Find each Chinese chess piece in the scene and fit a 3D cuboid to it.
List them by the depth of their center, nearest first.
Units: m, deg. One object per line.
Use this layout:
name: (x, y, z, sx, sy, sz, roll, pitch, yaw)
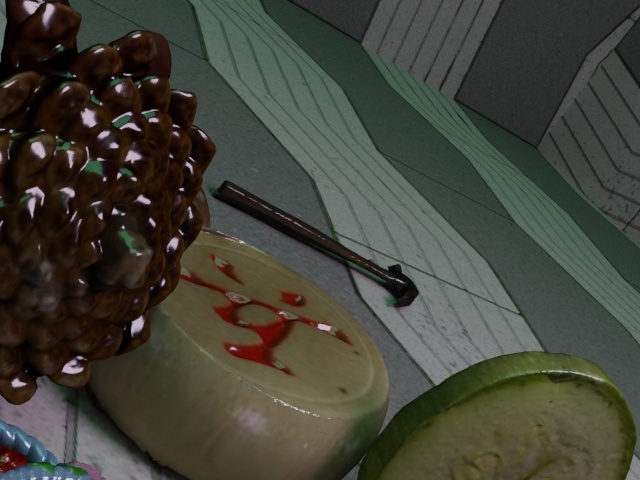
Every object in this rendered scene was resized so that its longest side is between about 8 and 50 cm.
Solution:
Chinese chess piece: (-0.067, 0.091, 0.827, 0.250, 0.103, 0.250, 31, 19, -12)

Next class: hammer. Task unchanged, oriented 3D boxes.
hammer: (-0.001, 0.001, 1.314, 0.297, 0.027, 0.125, 29, 14, -22)

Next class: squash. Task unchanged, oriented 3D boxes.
squash: (0.131, 0.175, 0.787, 0.219, 0.219, 0.041, 25, 22, -33)

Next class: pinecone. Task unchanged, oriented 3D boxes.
pinecone: (-0.212, -0.035, 0.660, 0.264, 0.264, 0.264, 33, 17, -12)

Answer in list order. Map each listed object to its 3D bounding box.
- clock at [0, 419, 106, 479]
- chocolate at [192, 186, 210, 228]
clock: (-0.174, 0.144, 0.492, 0.195, 0.100, 0.194, 50, 18, 31)
chocolate: (-0.222, -0.066, 0.959, 0.303, 0.100, 0.185, 8, 35, -51)
